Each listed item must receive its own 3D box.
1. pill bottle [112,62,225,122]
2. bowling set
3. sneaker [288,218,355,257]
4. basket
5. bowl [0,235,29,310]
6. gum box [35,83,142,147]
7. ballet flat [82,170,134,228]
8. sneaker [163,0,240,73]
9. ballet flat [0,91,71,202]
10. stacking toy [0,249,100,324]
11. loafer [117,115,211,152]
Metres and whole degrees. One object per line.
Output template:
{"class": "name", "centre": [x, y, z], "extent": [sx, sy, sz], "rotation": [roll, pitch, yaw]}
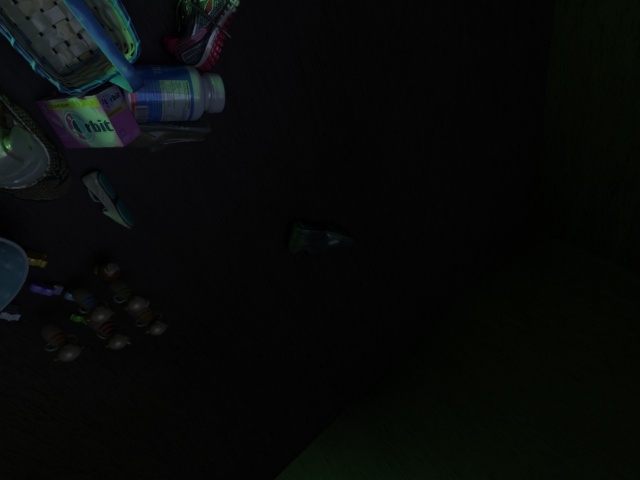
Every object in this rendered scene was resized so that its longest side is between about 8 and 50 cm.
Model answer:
{"class": "pill bottle", "centre": [-0.338, -0.333, 0.917], "extent": [0.221, 0.124, 0.124], "rotation": [-14, 124, -33]}
{"class": "bowling set", "centre": [-0.533, 0.170, 1.021], "extent": [0.287, 0.154, 0.200], "rotation": [-21, 135, -51]}
{"class": "sneaker", "centre": [0.000, 0.000, 1.494], "extent": [0.286, 0.109, 0.130], "rotation": [8, 116, -34]}
{"class": "basket", "centre": [-0.443, -0.390, 0.702], "extent": [0.201, 0.289, 0.255], "rotation": [-42, 137, -14]}
{"class": "bowl", "centre": [-0.755, 0.060, 0.752], "extent": [0.311, 0.163, 0.311], "rotation": [-47, 170, -10]}
{"class": "gum box", "centre": [-0.483, -0.255, 0.840], "extent": [0.062, 0.188, 0.107], "rotation": [-63, 148, -43]}
{"class": "ballet flat", "centre": [-0.525, -0.096, 1.001], "extent": [0.052, 0.057, 0.168], "rotation": [-16, 127, 1]}
{"class": "sneaker", "centre": [-0.250, -0.539, 0.907], "extent": [0.112, 0.121, 0.299], "rotation": [12, 107, -43]}
{"class": "ballet flat", "centre": [-0.634, -0.228, 0.716], "extent": [0.164, 0.182, 0.483], "rotation": [-39, 135, -18]}
{"class": "stacking toy", "centre": [-0.654, 0.128, 1.016], "extent": [0.221, 0.052, 0.167], "rotation": [24, 98, -48]}
{"class": "loafer", "centre": [-0.395, -0.268, 0.985], "extent": [0.251, 0.094, 0.087], "rotation": [-7, 144, -28]}
